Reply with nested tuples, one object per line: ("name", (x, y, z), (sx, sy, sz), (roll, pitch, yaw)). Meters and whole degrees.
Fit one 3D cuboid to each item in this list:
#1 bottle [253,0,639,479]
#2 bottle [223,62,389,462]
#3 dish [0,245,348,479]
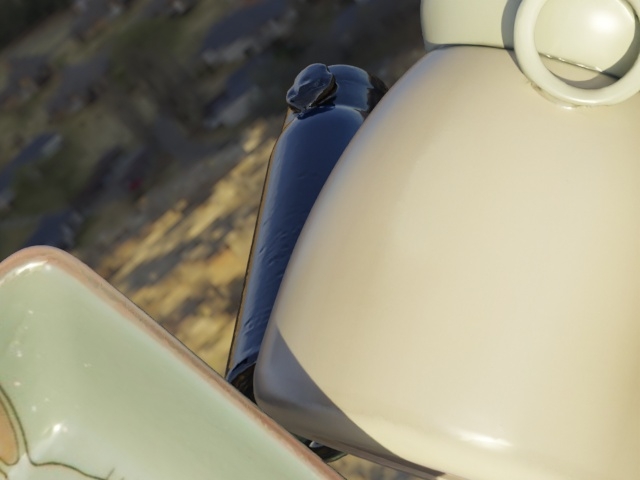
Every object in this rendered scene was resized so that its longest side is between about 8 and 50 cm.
("bottle", (0.077, -0.028, 0.663), (0.147, 0.147, 0.236), (2, 72, 60))
("bottle", (0.000, 0.000, 0.922), (0.072, 0.082, 0.244), (-20, 32, 22))
("dish", (-0.046, 0.129, 0.543), (0.154, 0.234, 0.064), (-49, -9, -11))
